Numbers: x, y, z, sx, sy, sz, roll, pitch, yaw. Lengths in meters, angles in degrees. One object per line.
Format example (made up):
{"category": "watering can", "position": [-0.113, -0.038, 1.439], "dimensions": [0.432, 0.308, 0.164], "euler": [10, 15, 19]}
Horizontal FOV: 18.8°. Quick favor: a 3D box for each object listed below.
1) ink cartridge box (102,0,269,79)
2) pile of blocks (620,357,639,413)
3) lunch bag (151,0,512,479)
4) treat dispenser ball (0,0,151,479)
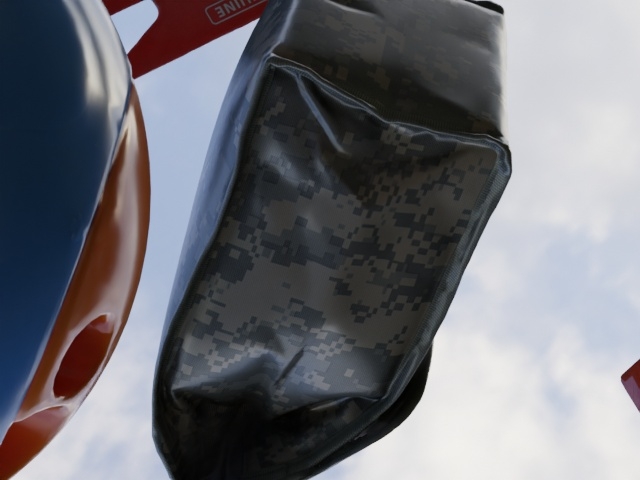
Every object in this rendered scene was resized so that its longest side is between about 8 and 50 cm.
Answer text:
{"category": "ink cartridge box", "position": [-0.194, -0.225, 1.335], "dimensions": [0.296, 0.066, 0.261], "euler": [-28, -108, -12]}
{"category": "pile of blocks", "position": [0.203, 0.023, 0.939], "dimensions": [0.149, 0.112, 0.362], "euler": [30, -100, -42]}
{"category": "lunch bag", "position": [0.000, 0.000, 1.158], "dimensions": [0.169, 0.287, 0.235], "euler": [21, -155, -5]}
{"category": "treat dispenser ball", "position": [-0.207, -0.021, 0.730], "dimensions": [0.288, 0.288, 0.288], "euler": [9, -117, -19]}
